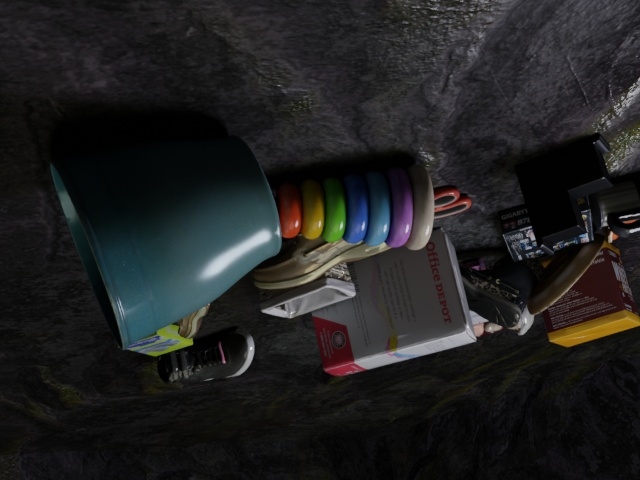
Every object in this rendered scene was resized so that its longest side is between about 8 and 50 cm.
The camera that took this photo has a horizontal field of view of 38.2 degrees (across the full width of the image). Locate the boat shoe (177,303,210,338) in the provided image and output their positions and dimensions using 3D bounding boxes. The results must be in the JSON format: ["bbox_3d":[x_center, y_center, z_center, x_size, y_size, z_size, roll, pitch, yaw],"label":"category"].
[{"bbox_3d":[-0.287,0.150,1.960,0.072,0.068,0.190,9,145,-17],"label":"boat shoe"}]

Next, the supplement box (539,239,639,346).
[{"bbox_3d":[0.626,0.127,2.183,0.191,0.194,0.129,-22,157,28],"label":"supplement box"}]

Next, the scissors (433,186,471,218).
[{"bbox_3d":[0.132,-0.041,1.717,0.297,0.021,0.109,-17,159,14],"label":"scissors"}]

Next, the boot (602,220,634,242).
[{"bbox_3d":[0.633,-0.043,1.935,0.084,0.059,0.158,-18,158,4],"label":"boot"}]

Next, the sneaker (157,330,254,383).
[{"bbox_3d":[-0.291,0.295,2.266,0.147,0.105,0.295,1,162,-43],"label":"sneaker"}]

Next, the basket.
[{"bbox_3d":[-0.032,0.077,1.827,0.167,0.103,0.113,-21,158,27],"label":"basket"}]

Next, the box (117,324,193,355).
[{"bbox_3d":[-0.383,0.222,2.117,0.109,0.042,0.178,-19,160,18],"label":"box"}]

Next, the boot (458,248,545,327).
[{"bbox_3d":[0.362,0.075,2.024,0.178,0.236,0.085,-45,156,-37],"label":"boot"}]

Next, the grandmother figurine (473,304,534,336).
[{"bbox_3d":[0.425,0.225,2.498,0.342,0.104,0.208,-8,-173,-17],"label":"grandmother figurine"}]

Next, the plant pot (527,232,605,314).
[{"bbox_3d":[0.533,0.067,2.040,0.236,0.032,0.236,-49,178,-2],"label":"plant pot"}]

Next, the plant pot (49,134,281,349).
[{"bbox_3d":[-0.202,-0.024,1.271,0.255,0.272,0.272,-22,163,-17],"label":"plant pot"}]

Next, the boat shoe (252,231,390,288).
[{"bbox_3d":[0.000,0.000,1.661,0.302,0.098,0.109,-20,-158,22],"label":"boat shoe"}]

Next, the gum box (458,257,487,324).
[{"bbox_3d":[0.364,0.120,2.149,0.062,0.107,0.188,-14,160,7],"label":"gum box"}]

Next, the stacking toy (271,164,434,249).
[{"bbox_3d":[0.009,-0.054,1.492,0.330,0.141,0.141,0,158,-10],"label":"stacking toy"}]

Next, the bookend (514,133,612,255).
[{"bbox_3d":[0.436,-0.077,1.588,0.157,0.156,0.072,-22,157,25],"label":"bookend"}]

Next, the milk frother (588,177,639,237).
[{"bbox_3d":[0.589,-0.092,1.748,0.134,0.129,0.143,-13,117,3],"label":"milk frother"}]

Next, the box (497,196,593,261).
[{"bbox_3d":[0.465,-0.026,1.894,0.175,0.051,0.220,-16,159,14],"label":"box"}]

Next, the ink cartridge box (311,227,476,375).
[{"bbox_3d":[0.141,0.132,1.892,0.306,0.226,0.131,-15,160,13],"label":"ink cartridge box"}]
